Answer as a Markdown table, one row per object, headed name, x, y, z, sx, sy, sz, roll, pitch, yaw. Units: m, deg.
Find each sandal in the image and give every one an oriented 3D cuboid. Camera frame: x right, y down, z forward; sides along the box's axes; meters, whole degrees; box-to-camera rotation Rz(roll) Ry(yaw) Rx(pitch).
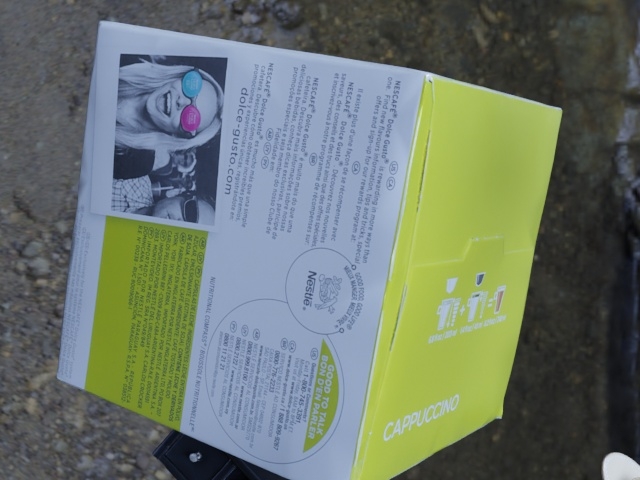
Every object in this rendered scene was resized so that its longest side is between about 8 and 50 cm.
| name | x | y | z | sx | sy | sz | roll | pitch | yaw |
| --- | --- | --- | --- | --- | --- | --- | --- | --- | --- |
| sandal | 0.475 | 0.391 | 1.273 | 0.088 | 0.079 | 0.240 | -23 | 85 | -34 |

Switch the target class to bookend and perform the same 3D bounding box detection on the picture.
| name | x | y | z | sx | sy | sz | roll | pitch | yaw |
| --- | --- | --- | --- | --- | --- | --- | --- | --- | --- |
| bookend | -0.122 | 0.262 | 0.979 | 0.156 | 0.157 | 0.072 | -48 | 167 | 15 |

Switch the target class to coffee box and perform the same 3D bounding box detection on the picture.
| name | x | y | z | sx | sy | sz | roll | pitch | yaw |
| --- | --- | --- | --- | --- | --- | --- | --- | --- | --- |
| coffee box | 0.000 | 0.000 | 0.904 | 0.337 | 0.334 | 0.338 | -5 | 107 | -59 |
